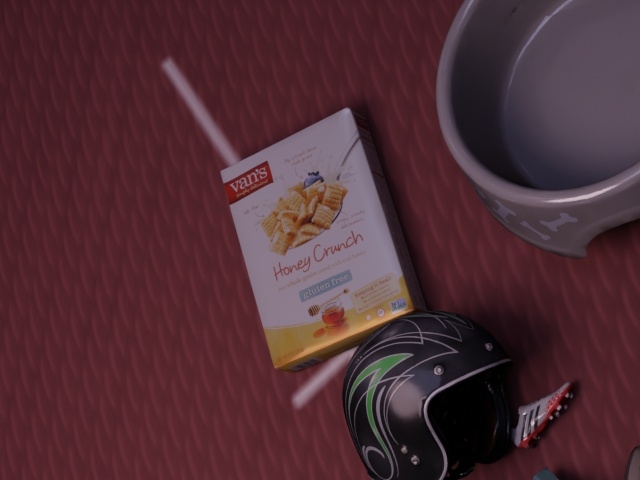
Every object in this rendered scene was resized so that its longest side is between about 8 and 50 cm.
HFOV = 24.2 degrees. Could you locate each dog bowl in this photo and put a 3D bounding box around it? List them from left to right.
[{"bbox_3d":[0.263,-0.160,1.420,0.349,0.102,0.348,-16,62,32],"label":"dog bowl"}]

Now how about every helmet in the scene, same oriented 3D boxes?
[{"bbox_3d":[0.103,0.148,1.447,0.169,0.169,0.161,-1,97,28],"label":"helmet"}]

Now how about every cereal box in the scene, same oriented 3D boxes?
[{"bbox_3d":[0.000,0.000,1.596,0.173,0.047,0.240,-25,69,21],"label":"cereal box"}]

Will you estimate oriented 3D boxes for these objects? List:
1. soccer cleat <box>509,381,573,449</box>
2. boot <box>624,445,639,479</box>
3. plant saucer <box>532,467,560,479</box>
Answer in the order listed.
[{"bbox_3d":[0.214,0.167,1.462,0.035,0.029,0.083,42,104,24],"label":"soccer cleat"},{"bbox_3d":[0.416,0.343,1.256,0.284,0.138,0.377,-14,77,26],"label":"boot"},{"bbox_3d":[0.227,0.269,1.356,0.018,0.192,0.067,4,100,-14],"label":"plant saucer"}]
